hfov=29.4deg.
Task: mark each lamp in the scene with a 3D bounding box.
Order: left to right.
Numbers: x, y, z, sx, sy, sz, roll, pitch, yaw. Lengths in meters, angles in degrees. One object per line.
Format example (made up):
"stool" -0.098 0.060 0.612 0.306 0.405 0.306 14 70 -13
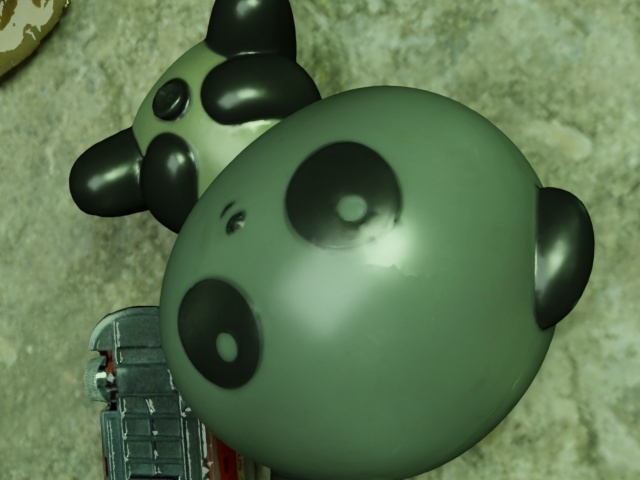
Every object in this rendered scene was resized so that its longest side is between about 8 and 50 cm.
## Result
"lamp" 0.000 0.000 0.586 0.197 0.198 0.244 -50 63 17

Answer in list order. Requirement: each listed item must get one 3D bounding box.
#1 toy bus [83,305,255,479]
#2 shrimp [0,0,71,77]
"toy bus" -0.077 0.121 0.674 0.079 0.077 0.174 -4 89 25
"shrimp" -0.291 -0.148 0.771 0.287 0.068 0.185 17 100 21
